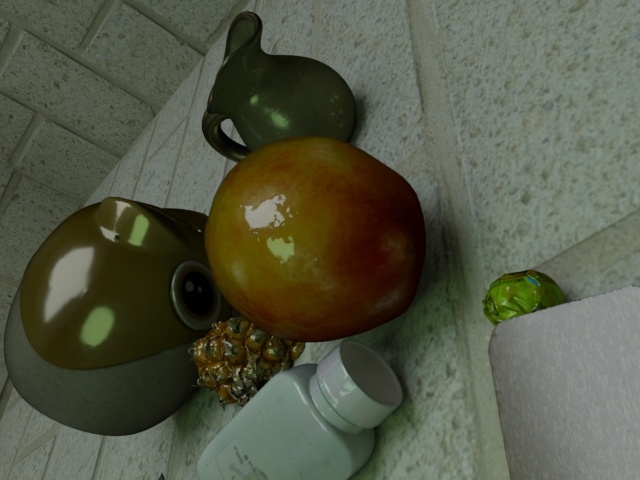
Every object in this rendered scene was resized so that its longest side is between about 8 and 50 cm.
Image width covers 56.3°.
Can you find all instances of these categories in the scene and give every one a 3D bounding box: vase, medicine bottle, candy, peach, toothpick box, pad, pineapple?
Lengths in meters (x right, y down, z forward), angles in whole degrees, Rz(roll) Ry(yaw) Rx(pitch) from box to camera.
[{"bbox_3d":[-0.119,-0.261,1.238,0.329,0.303,0.240,-32,40,42],"label":"vase"},{"bbox_3d":[-0.029,0.263,0.792,0.161,0.111,0.296,48,113,20],"label":"medicine bottle"},{"bbox_3d":[0.219,0.146,0.594,0.077,0.073,0.261,-33,46,41],"label":"candy"},{"bbox_3d":[0.000,0.000,0.811,0.332,0.308,0.307,10,73,57],"label":"peach"},{"bbox_3d":[-0.376,0.130,1.191,0.425,0.409,0.409,-64,29,4],"label":"toothpick box"},{"bbox_3d":[0.239,0.180,0.515,0.176,0.002,0.265,-25,57,39],"label":"pad"},{"bbox_3d":[-0.147,0.227,1.020,0.250,0.140,0.164,-31,41,36],"label":"pineapple"}]

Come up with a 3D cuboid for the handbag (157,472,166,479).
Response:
[{"bbox_3d":[-0.214,0.499,0.901,0.271,0.117,0.182,15,93,52],"label":"handbag"}]
